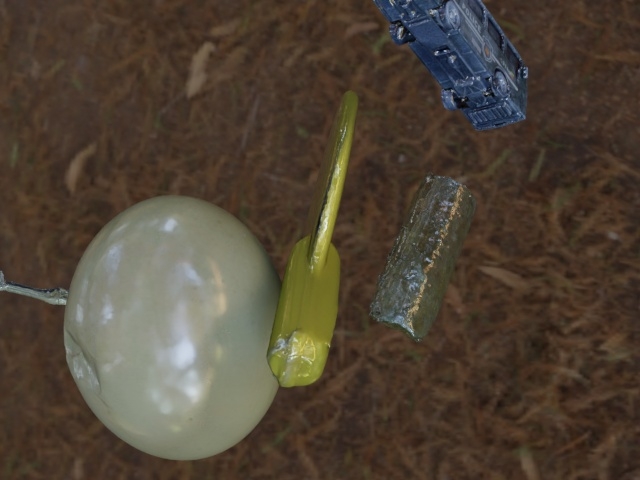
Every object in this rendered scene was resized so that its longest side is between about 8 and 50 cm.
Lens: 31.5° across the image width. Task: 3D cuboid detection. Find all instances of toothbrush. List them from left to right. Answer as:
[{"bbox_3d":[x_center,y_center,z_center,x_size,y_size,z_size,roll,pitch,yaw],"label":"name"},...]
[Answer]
[{"bbox_3d":[-0.305,0.074,1.442,0.026,0.294,0.028,-83,9,-54],"label":"toothbrush"}]

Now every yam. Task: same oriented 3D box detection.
[{"bbox_3d":[0.150,0.029,1.668,0.106,0.106,0.259,4,60,40],"label":"yam"}]

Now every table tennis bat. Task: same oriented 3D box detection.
[{"bbox_3d":[0.000,0.000,1.090,0.369,0.054,0.224,-79,4,-54],"label":"table tennis bat"}]

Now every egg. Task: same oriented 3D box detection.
[{"bbox_3d":[-0.140,0.087,1.110,0.219,0.219,0.269,15,111,40],"label":"egg"}]

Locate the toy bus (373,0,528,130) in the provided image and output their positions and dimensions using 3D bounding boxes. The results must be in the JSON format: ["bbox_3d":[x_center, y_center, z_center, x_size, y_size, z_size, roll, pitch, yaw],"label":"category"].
[{"bbox_3d":[0.092,-0.145,0.789,0.047,0.166,0.065,-11,54,33],"label":"toy bus"}]
